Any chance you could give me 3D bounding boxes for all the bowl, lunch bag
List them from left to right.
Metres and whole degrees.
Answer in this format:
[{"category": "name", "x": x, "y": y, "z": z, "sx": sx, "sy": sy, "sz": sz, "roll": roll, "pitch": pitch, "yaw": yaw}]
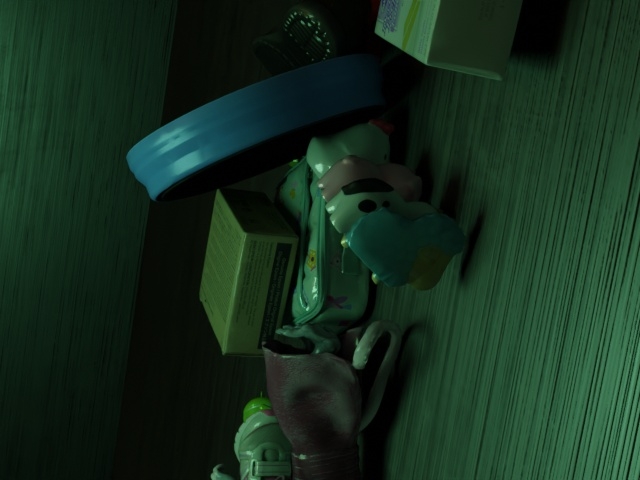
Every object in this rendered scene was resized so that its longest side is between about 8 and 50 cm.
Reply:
[{"category": "bowl", "x": -0.084, "y": -0.155, "z": 1.643, "sx": 0.077, "sy": 0.391, "sz": 0.391, "roll": 68, "pitch": 159, "yaw": 1}, {"category": "lunch bag", "x": 0.000, "y": 0.000, "z": 1.725, "sx": 0.224, "sy": 0.108, "sz": 0.279, "roll": 139, "pitch": 134, "yaw": -64}]

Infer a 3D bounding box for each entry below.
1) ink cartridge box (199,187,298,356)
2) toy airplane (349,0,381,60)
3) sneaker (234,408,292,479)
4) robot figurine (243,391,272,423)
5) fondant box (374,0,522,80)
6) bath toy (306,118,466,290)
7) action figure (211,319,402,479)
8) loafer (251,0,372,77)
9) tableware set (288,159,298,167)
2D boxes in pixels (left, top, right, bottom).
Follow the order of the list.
[{"category": "ink cartridge box", "x": -0.115, "y": 0.044, "z": 1.740, "sx": 0.234, "sy": 0.088, "sz": 0.193, "roll": -127, "pitch": 45, "yaw": -65}, {"category": "toy airplane", "x": 0.069, "y": -0.324, "z": 1.758, "sx": 0.151, "sy": 0.028, "sz": 0.151, "roll": -175, "pitch": 90, "yaw": -71}, {"category": "sneaker", "x": -0.086, "y": 0.402, "z": 1.881, "sx": 0.111, "sy": 0.103, "sz": 0.252, "roll": -136, "pitch": 48, "yaw": -62}, {"category": "robot figurine", "x": -0.101, "y": 0.324, "z": 1.979, "sx": 0.101, "sy": 0.067, "sz": 0.115, "roll": 106, "pitch": 162, "yaw": -50}, {"category": "fondant box", "x": 0.156, "y": -0.333, "z": 1.327, "sx": 0.330, "sy": 0.096, "sz": 0.238, "roll": -111, "pitch": 31, "yaw": -73}, {"category": "bath toy", "x": 0.081, "y": -0.061, "z": 1.486, "sx": 0.129, "sy": 0.151, "sz": 0.348, "roll": -39, "pitch": 28, "yaw": 8}, {"category": "action figure", "x": 0.018, "y": 0.295, "z": 1.560, "sx": 0.276, "sy": 0.248, "sz": 0.370, "roll": -9, "pitch": 86, "yaw": 28}, {"category": "loafer", "x": 0.000, "y": -0.308, "z": 1.762, "sx": 0.130, "sy": 0.133, "sz": 0.366, "roll": -40, "pitch": 9, "yaw": -15}, {"category": "tableware set", "x": -0.057, "y": -0.198, "z": 2.106, "sx": 0.154, "sy": 0.024, "sz": 0.104, "roll": -122, "pitch": 39, "yaw": -60}]
